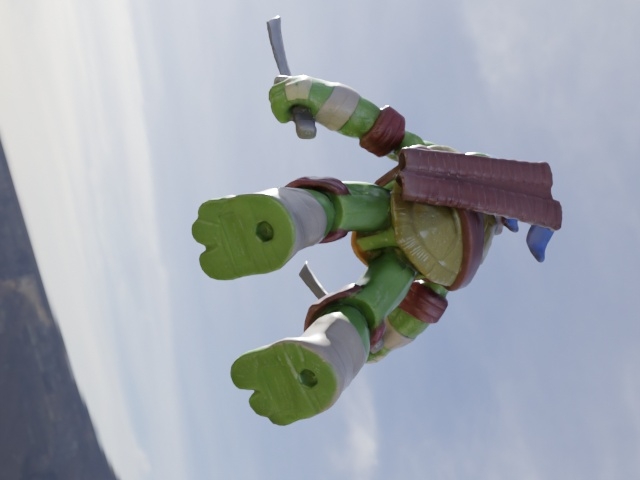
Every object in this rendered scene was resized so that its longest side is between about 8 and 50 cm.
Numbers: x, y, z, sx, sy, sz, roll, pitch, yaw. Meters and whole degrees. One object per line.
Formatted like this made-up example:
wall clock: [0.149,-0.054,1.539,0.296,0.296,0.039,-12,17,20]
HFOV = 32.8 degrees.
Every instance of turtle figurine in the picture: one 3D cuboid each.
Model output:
turtle figurine: [0.000,0.000,0.731,0.275,0.266,0.197,26,-61,20]
